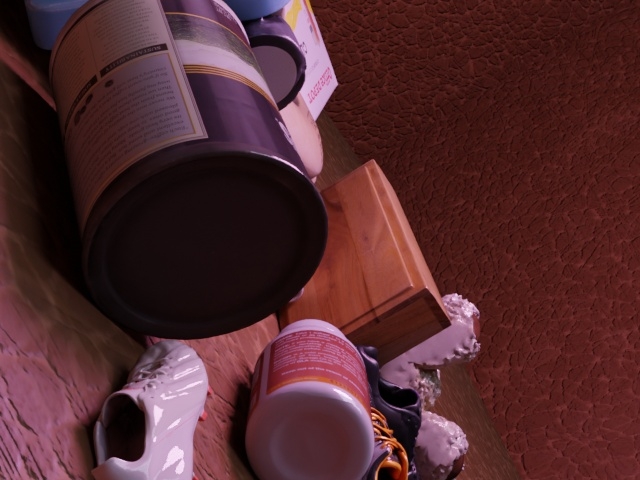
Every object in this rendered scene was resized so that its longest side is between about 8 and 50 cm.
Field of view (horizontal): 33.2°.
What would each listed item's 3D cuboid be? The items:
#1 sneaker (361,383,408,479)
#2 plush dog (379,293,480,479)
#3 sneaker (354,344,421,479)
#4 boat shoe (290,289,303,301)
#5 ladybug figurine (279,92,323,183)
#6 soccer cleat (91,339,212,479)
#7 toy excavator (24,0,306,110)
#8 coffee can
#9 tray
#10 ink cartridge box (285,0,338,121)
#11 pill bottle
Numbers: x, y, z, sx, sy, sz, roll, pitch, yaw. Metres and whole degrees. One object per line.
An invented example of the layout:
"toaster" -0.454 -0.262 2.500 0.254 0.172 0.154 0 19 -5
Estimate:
"sneaker" 0.055 0.233 1.162 0.084 0.083 0.215 31 39 -40
"plush dog" 0.102 0.201 1.503 0.225 0.210 0.262 103 -6 -83
"sneaker" 0.085 0.249 1.307 0.283 0.124 0.107 55 9 -24
"boat shoe" -0.086 -0.017 1.355 0.258 0.095 0.084 50 8 -43
"ladybug figurine" -0.156 -0.246 1.521 0.449 0.162 0.305 56 10 -13
"soccer cleat" -0.121 0.120 0.764 0.076 0.068 0.196 51 14 -26
"toy excavator" -0.236 -0.338 1.052 0.222 0.433 0.445 -112 -164 -46
"coffee can" -0.128 -0.079 0.958 0.201 0.201 0.275 51 11 -44
"tray" 0.035 0.038 1.491 0.076 0.203 0.411 55 9 -25
"ink cartridge box" -0.120 -0.382 1.817 0.279 0.160 0.385 -65 138 -65
"pill bottle" -0.010 0.159 1.079 0.121 0.121 0.216 57 9 -14
